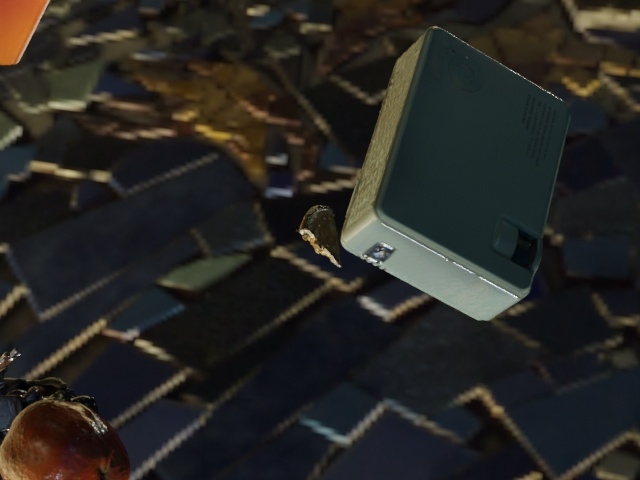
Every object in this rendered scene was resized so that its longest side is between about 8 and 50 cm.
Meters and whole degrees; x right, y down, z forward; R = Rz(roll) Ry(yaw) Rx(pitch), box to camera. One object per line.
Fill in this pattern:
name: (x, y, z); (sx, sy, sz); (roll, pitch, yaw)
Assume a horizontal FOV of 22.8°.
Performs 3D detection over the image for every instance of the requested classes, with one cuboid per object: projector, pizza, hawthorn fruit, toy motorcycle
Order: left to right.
toy motorcycle: (-0.372, 0.215, 1.896); (0.401, 0.207, 0.134); (142, -58, -69)
hawthorn fruit: (-0.243, 0.212, 1.521); (0.128, 0.128, 0.128); (9, 90, -66)
pizza: (-0.001, 0.000, 1.857); (0.078, 0.025, 0.083); (68, 25, -8)
projector: (0.141, -0.065, 1.630); (0.099, 0.192, 0.257); (-42, -155, 53)

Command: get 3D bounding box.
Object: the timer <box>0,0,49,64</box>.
timer: (-0.394, -0.356, 1.800); (0.250, 0.161, 0.257); (115, -43, -66)
